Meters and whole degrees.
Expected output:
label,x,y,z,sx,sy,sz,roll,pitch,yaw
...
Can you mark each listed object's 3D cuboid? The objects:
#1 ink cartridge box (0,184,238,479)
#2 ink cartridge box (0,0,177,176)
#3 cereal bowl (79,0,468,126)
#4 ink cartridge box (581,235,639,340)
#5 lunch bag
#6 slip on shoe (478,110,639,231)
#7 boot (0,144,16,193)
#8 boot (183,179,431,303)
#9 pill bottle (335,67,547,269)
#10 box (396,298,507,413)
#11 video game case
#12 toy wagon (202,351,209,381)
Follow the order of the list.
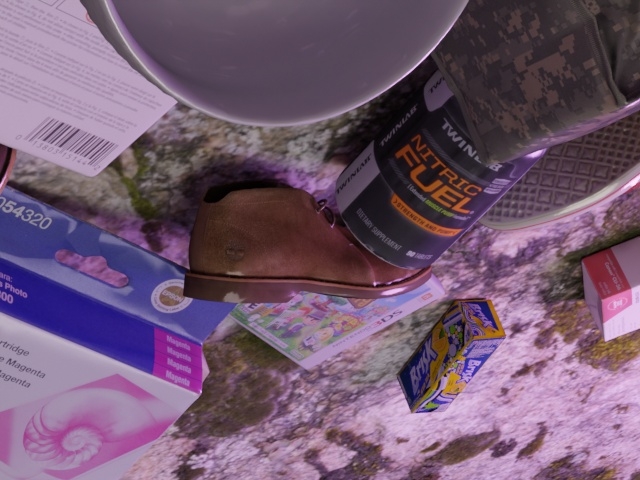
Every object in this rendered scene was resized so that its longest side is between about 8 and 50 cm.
label,x,y,z,sx,sy,sz,roll,pitch,yaw
ink cartridge box,-0.288,0.126,1.618,0.324,0.071,0.330,26,118,-34
ink cartridge box,-0.204,-0.182,1.304,0.261,0.066,0.296,-37,146,24
cereal bowl,-0.039,-0.259,1.155,0.339,0.141,0.339,-14,118,-28
ink cartridge box,0.424,0.039,2.034,0.198,0.067,0.115,-22,149,-1
lunch bag,0.266,-0.204,1.394,0.287,0.169,0.235,-27,-178,-24
slip on shoe,0.305,-0.095,1.714,0.331,0.123,0.101,-27,153,-1
boot,-0.360,-0.062,1.322,0.248,0.090,0.207,-41,150,-20
boot,0.000,0.000,1.665,0.305,0.115,0.112,0,-176,-43
pill bottle,0.132,-0.092,1.590,0.130,0.130,0.246,8,137,-40
box,0.159,0.143,2.039,0.054,0.059,0.169,0,143,-30
video game case,0.017,0.063,1.861,0.193,0.023,0.212,-30,148,13
toy wagon,-0.293,0.159,1.778,0.344,0.068,0.267,1,142,-32
